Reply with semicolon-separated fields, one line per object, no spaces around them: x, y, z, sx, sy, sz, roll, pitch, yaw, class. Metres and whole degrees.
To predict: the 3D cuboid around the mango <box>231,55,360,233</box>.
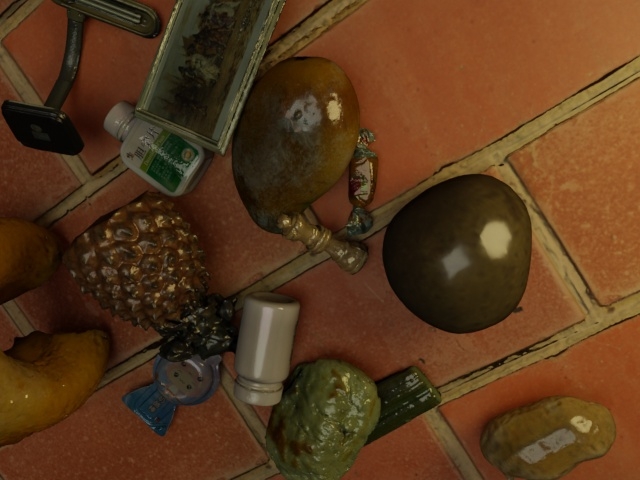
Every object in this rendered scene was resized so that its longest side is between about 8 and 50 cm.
-0.048;-0.148;0.988;0.192;0.146;0.316;28;126;5;mango

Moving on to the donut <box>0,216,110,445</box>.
-0.562;0.165;1.073;0.163;0.378;0.435;-15;107;17;donut

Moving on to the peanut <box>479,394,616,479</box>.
0.382;0.336;1.026;0.224;0.129;0.129;-29;97;21;peanut

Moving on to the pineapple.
-0.272;0.098;1.080;0.222;0.223;0.357;-30;107;19;pineapple

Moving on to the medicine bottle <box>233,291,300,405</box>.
-0.100;0.193;1.093;0.102;0.103;0.187;11;97;10;medicine bottle

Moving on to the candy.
0.070;-0.098;1.020;0.053;0.046;0.182;6;102;15;candy

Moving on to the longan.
0.217;0.027;0.939;0.245;0.215;0.246;-1;131;-1;longan

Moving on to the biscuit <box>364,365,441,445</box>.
0.074;0.342;1.147;0.322;0.038;0.099;-35;98;19;biscuit

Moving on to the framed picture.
-0.186;-0.295;0.969;0.217;0.017;0.274;24;96;27;framed picture

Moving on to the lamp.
-0.396;-0.285;1.034;0.203;0.124;0.283;13;79;3;lamp

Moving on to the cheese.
-0.289;0.287;1.205;0.135;0.052;0.244;45;110;-2;cheese

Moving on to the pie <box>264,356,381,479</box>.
-0.012;0.327;1.110;0.201;0.090;0.248;33;98;28;pie

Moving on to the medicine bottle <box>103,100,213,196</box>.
-0.289;-0.167;1.070;0.183;0.069;0.119;37;106;2;medicine bottle

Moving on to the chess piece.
0.000;-0.001;1.015;0.172;0.060;0.060;27;113;-30;chess piece
